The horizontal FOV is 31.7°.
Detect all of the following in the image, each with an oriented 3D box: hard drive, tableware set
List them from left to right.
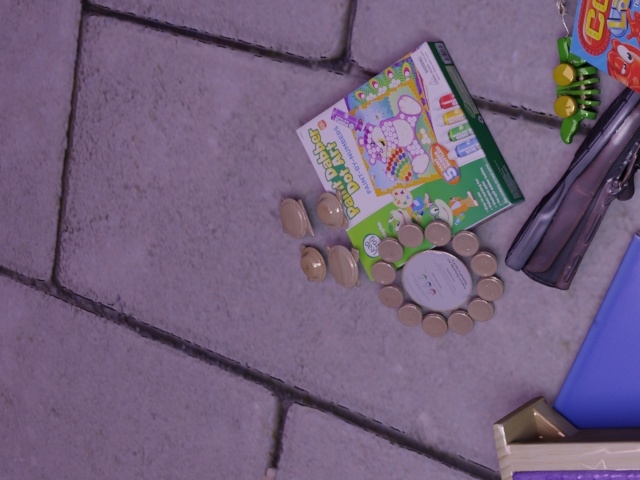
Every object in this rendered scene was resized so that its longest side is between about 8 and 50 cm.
[{"bbox_3d":[0.000,0.000,1.633,0.169,0.020,0.141,-2,106,54],"label":"tableware set"},{"bbox_3d":[0.427,0.176,1.419,0.210,0.040,0.318,30,113,25],"label":"hard drive"}]

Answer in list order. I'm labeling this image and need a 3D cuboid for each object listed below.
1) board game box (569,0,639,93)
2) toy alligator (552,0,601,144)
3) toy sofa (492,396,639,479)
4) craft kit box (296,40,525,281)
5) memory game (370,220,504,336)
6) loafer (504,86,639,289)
[{"bbox_3d":[0.412,-0.290,1.195,0.302,0.086,0.308,47,143,49],"label":"board game box"},{"bbox_3d":[0.323,-0.215,1.407,0.051,0.056,0.189,2,99,32],"label":"toy alligator"},{"bbox_3d":[0.401,0.277,1.339,0.363,0.150,0.177,-8,93,33],"label":"toy sofa"},{"bbox_3d":[0.118,-0.106,1.558,0.247,0.061,0.249,-32,81,35],"label":"craft kit box"},{"bbox_3d":[0.159,0.053,1.543,0.186,0.012,0.186,9,122,15],"label":"memory game"},{"bbox_3d":[0.345,-0.064,1.407,0.095,0.109,0.302,33,122,2],"label":"loafer"}]
